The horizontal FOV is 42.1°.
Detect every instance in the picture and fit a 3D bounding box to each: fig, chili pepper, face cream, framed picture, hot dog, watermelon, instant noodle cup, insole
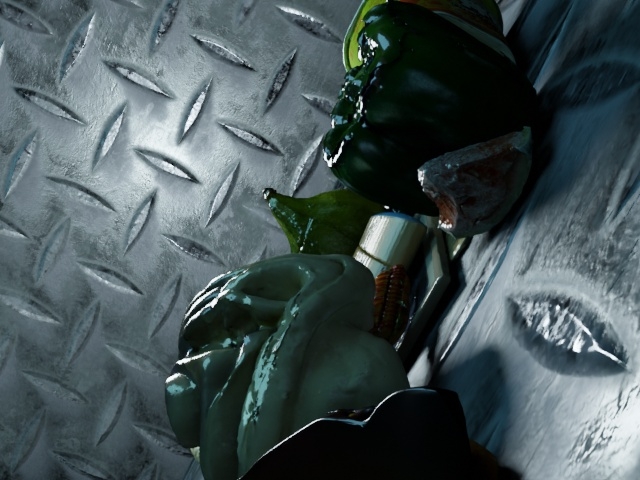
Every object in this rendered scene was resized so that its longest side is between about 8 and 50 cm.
[{"bbox_3d":[0.000,0.000,1.375,0.203,0.235,0.203,-160,90,-78],"label":"fig"},{"bbox_3d":[0.144,-0.171,1.089,0.249,0.256,0.233,122,168,-49],"label":"chili pepper"},{"bbox_3d":[0.063,0.088,1.232,0.285,0.067,0.139,-66,22,6],"label":"face cream"},{"bbox_3d":[0.119,0.087,1.230,0.335,0.022,0.247,-79,14,-68],"label":"framed picture"},{"bbox_3d":[0.090,0.083,1.102,0.144,0.062,0.038,-69,-15,-49],"label":"hot dog"},{"bbox_3d":[0.174,-0.057,0.985,0.187,0.139,0.071,-56,38,43],"label":"watermelon"},{"bbox_3d":[0.184,-0.301,1.391,0.294,0.293,0.308,-60,13,24],"label":"instant noodle cup"},{"bbox_3d":[0.203,-0.049,1.195,0.081,0.011,0.248,-60,6,32],"label":"insole"},{"bbox_3d":[0.047,0.246,0.753,0.107,0.194,0.326,-5,-16,-47],"label":"hot dog"}]

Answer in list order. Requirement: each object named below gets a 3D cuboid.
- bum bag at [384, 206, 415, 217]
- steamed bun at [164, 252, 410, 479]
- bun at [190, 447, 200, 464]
[{"bbox_3d":[0.147,-0.076,1.516,0.142,0.079,0.326,-56,2,-3],"label":"bum bag"},{"bbox_3d":[-0.062,0.178,1.001,0.339,0.247,0.352,129,145,-52],"label":"steamed bun"},{"bbox_3d":[-0.143,0.385,1.631,0.220,0.134,0.220,-20,24,9],"label":"bun"}]
